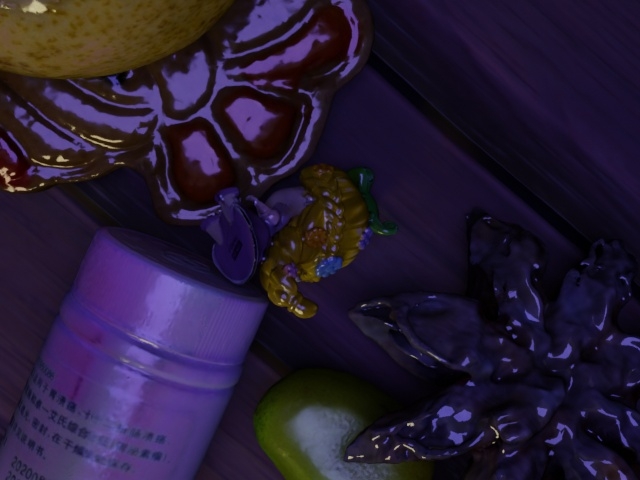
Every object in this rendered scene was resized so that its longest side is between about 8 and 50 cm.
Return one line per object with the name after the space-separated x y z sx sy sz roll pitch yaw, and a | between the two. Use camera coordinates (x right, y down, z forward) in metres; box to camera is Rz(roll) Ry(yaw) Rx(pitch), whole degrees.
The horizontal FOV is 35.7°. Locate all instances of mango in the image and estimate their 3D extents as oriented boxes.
0.026 0.173 0.821 0.117 0.089 0.163 -36 95 -3 | mango

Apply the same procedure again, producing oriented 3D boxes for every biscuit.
-0.143 -0.185 0.800 0.359 0.074 0.381 43 90 -2 | biscuit

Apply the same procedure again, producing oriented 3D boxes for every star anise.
0.174 0.122 0.773 0.332 0.117 0.331 2 72 -5 | star anise

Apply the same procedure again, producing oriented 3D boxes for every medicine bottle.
-0.156 0.131 0.782 0.152 0.152 0.254 24 94 -3 | medicine bottle

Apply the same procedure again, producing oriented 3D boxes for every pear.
-0.167 -0.235 0.655 0.271 0.271 0.271 0 95 -1 | pear

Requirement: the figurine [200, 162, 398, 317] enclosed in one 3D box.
0.000 0.000 0.786 0.156 0.095 0.115 -15 67 -41 | figurine
